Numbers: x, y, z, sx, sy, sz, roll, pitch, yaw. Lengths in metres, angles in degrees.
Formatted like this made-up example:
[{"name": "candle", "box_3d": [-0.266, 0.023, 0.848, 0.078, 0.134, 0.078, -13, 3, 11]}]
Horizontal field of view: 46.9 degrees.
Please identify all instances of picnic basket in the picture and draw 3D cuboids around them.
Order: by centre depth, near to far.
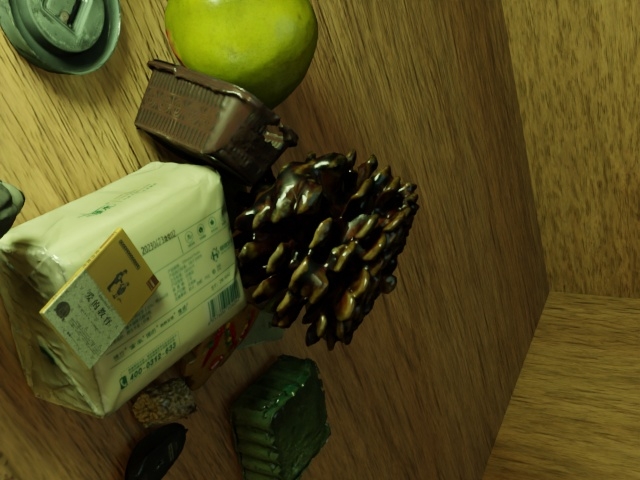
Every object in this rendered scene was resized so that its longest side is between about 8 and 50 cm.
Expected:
[{"name": "picnic basket", "box_3d": [-0.203, -0.204, 1.340, 0.222, 0.297, 0.129, 36, 82, -53]}]

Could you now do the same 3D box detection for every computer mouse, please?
[{"name": "computer mouse", "box_3d": [-0.318, 0.408, 1.397, 0.172, 0.057, 0.099, -43, 141, -49]}]

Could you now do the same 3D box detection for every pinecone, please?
[{"name": "pinecone", "box_3d": [0.000, 0.000, 1.432, 0.398, 0.397, 0.398, -9, 100, -57]}]

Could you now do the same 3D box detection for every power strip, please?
[{"name": "power strip", "box_3d": [-0.146, 0.197, 1.682, 0.227, 0.029, 0.080, -3, 94, -57]}]

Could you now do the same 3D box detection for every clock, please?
[{"name": "clock", "box_3d": [-0.417, -0.378, 1.178, 0.226, 0.049, 0.226, -5, 96, -57]}]

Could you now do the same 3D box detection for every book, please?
[{"name": "book", "box_3d": [-0.306, 0.081, 1.042, 0.172, 0.012, 0.118, -56, 135, -36]}]

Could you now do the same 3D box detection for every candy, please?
[{"name": "candy", "box_3d": [-0.294, 0.309, 1.394, 0.110, 0.095, 0.085, -14, 63, -47]}]

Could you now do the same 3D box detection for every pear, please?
[{"name": "pear", "box_3d": [-0.139, -0.385, 1.423, 0.375, 0.287, 0.287, 64, 40, -59]}]

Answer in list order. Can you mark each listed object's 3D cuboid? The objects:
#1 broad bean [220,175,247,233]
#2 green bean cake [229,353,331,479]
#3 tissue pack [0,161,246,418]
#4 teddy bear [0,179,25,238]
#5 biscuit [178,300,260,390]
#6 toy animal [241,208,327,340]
[{"name": "broad bean", "box_3d": [-0.206, -0.102, 1.517, 0.153, 0.072, 0.207, 28, 68, -61]}, {"name": "green bean cake", "box_3d": [-0.086, 0.418, 1.705, 0.255, 0.132, 0.241, -43, 128, -50]}, {"name": "tissue pack", "box_3d": [-0.318, 0.062, 1.225, 0.380, 0.207, 0.297, -36, 124, -51]}, {"name": "teddy bear", "box_3d": [-0.474, -0.025, 0.964, 0.144, 0.251, 0.171, -27, 129, -53]}, {"name": "biscuit", "box_3d": [-0.196, 0.199, 1.500, 0.238, 0.041, 0.212, -36, 150, -46]}, {"name": "toy animal", "box_3d": [-0.064, 0.058, 1.691, 0.363, 0.180, 0.181, 35, 28, -7]}]
